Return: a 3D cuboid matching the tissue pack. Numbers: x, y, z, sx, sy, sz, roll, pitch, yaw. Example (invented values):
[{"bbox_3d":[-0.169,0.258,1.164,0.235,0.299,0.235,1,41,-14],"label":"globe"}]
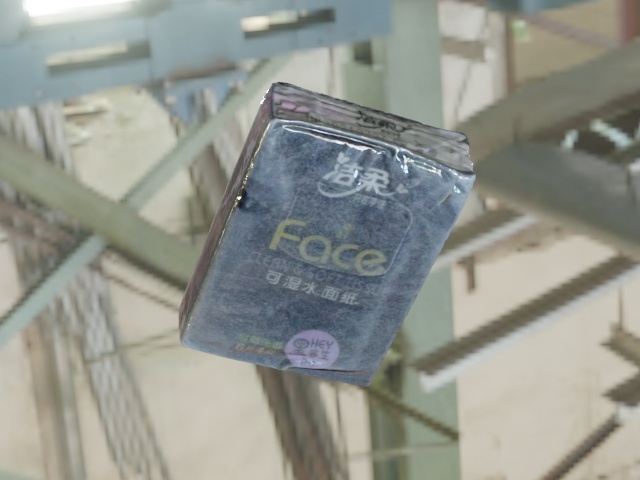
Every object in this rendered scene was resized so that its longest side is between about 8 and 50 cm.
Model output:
[{"bbox_3d":[0.000,0.000,0.847,0.112,0.156,0.051,14,-146,-14],"label":"tissue pack"}]
